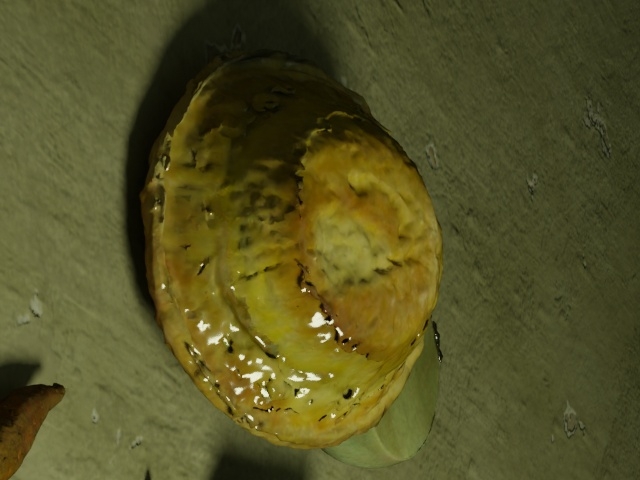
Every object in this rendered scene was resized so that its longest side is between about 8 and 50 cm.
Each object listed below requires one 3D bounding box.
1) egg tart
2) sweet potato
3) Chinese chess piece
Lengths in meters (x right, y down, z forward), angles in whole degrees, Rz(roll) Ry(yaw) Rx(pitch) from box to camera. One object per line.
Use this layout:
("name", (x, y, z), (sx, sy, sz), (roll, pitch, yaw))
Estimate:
("egg tart", (0.000, 0.000, 1.834), (0.443, 0.178, 0.443), (14, 71, -47))
("sweet potato", (-0.278, 0.174, 1.505), (0.206, 0.060, 0.068), (-50, 168, -53))
("Chinese chess piece", (0.062, 0.158, 2.084), (0.237, 0.092, 0.238), (11, 77, -60))
